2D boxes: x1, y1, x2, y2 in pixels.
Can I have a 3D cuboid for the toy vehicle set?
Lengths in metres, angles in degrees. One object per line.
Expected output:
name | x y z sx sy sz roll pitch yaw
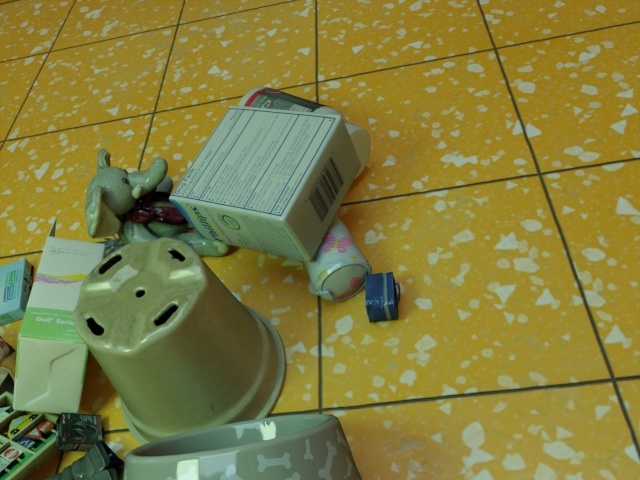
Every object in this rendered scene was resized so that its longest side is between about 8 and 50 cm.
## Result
toy vehicle set | -0.588 0.381 1.055 0.166 0.035 0.267 19 26 14

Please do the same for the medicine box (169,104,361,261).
medicine box | -0.109 -0.124 1.236 0.289 0.149 0.263 11 61 30

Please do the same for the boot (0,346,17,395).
boot | -0.568 0.258 1.242 0.197 0.073 0.152 8 47 15

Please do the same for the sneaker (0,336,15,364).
sneaker | -0.787 0.271 1.239 0.270 0.145 0.090 -34 50 -13

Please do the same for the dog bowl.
dog bowl | -0.117 0.326 0.868 0.349 0.349 0.102 -10 80 8

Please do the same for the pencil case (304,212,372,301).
pencil case | 0.000 0.000 1.269 0.124 0.113 0.273 -21 48 -12

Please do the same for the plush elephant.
plush elephant | -0.403 -0.085 1.359 0.330 0.255 0.272 -20 48 -1

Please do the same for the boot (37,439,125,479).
boot | -0.392 0.489 0.959 0.223 0.118 0.338 -29 48 -11

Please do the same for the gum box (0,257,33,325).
gum box | -0.775 0.137 1.419 0.184 0.041 0.157 -19 48 1

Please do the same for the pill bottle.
pill bottle | -0.044 -0.249 1.452 0.318 0.176 0.176 26 61 32

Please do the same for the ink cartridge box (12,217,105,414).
ink cartridge box | -0.506 0.137 1.200 0.119 0.207 0.353 9 35 -19

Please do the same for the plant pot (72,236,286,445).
plant pot | -0.258 0.170 1.069 0.334 0.305 0.334 -8 49 9

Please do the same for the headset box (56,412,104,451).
headset box | -0.443 0.356 1.120 0.032 0.083 0.062 -51 41 29

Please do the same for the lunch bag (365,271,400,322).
lunch bag | 0.123 0.107 1.174 0.065 0.067 0.098 -6 48 11
